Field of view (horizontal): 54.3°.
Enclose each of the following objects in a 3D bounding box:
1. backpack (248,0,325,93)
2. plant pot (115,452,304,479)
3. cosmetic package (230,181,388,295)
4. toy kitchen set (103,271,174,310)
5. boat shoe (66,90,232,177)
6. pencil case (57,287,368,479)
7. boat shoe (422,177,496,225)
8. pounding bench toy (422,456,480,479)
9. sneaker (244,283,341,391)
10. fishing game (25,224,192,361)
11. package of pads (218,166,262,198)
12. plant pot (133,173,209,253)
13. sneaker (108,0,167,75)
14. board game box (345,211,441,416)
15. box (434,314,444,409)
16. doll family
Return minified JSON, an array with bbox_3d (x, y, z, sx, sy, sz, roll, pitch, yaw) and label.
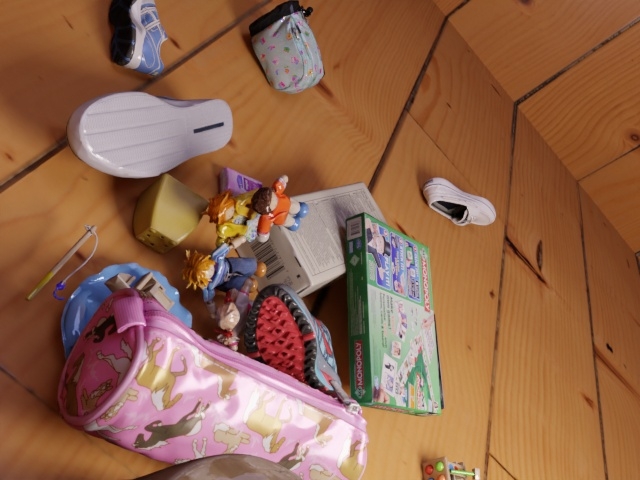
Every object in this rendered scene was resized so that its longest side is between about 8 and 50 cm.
[{"bbox_3d":[-0.073,-0.414,1.377,0.115,0.152,0.182,-33,101,-50],"label":"backpack"},{"bbox_3d":[-0.120,0.321,0.519,0.323,0.280,0.323,25,38,-21],"label":"plant pot"},{"bbox_3d":[0.000,0.000,1.131,0.309,0.113,0.160,-16,75,-55],"label":"cosmetic package"},{"bbox_3d":[-0.217,0.052,0.769,0.068,0.083,0.075,52,38,-18],"label":"toy kitchen set"},{"bbox_3d":[-0.266,-0.161,0.947,0.335,0.119,0.121,-23,114,-63],"label":"boat shoe"},{"bbox_3d":[-0.113,0.200,0.750,0.386,0.160,0.167,33,73,-35],"label":"pencil case"},{"bbox_3d":[0.377,-0.081,1.689,0.258,0.095,0.084,19,51,-27],"label":"boat shoe"},{"bbox_3d":[0.229,0.410,1.093,0.065,0.083,0.052,29,43,-35],"label":"pounding bench toy"},{"bbox_3d":[-0.039,0.156,0.934,0.125,0.104,0.262,-87,162,-55],"label":"sneaker"},{"bbox_3d":[-0.245,0.121,0.799,0.264,0.041,0.189,46,43,-24],"label":"fishing game"},{"bbox_3d":[-0.141,-0.092,1.106,0.083,0.032,0.050,22,49,-39],"label":"package of pads"},{"bbox_3d":[-0.227,-0.031,0.914,0.081,0.081,0.083,35,50,-28],"label":"plant pot"},{"bbox_3d":[-0.318,-0.378,1.099,0.081,0.080,0.211,23,55,-47],"label":"sneaker"},{"bbox_3d":[0.128,0.133,1.084,0.213,0.046,0.317,26,56,-46],"label":"board game box"},{"bbox_3d":[0.159,0.204,1.207,0.175,0.051,0.220,33,41,-30],"label":"box"},{"bbox_3d":[-0.126,0.020,0.905,0.163,0.118,0.263,21,85,-69],"label":"doll family"}]
